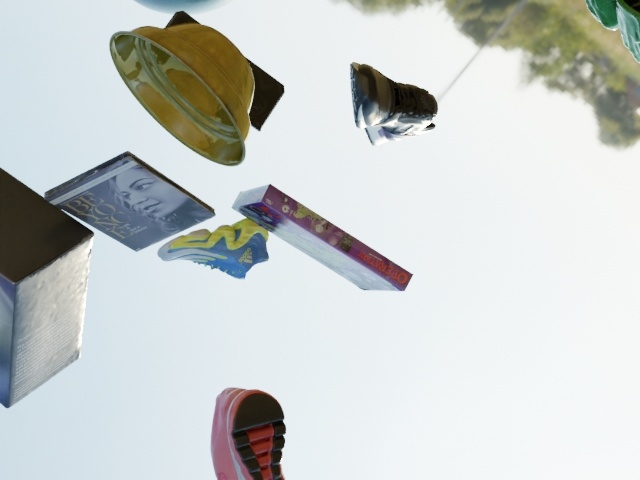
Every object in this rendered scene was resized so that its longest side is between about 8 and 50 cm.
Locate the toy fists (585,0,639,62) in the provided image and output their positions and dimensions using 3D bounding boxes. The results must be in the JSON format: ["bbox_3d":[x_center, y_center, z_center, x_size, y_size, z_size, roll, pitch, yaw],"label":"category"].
[{"bbox_3d":[0.509,-0.391,1.815,0.279,0.096,0.142,60,180,42],"label":"toy fists"}]

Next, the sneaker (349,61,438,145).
[{"bbox_3d":[0.123,-0.228,1.771,0.283,0.124,0.107,21,-117,-77],"label":"sneaker"}]

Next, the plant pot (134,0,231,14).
[{"bbox_3d":[-0.204,-0.516,1.881,0.290,0.290,0.195,26,-176,-39],"label":"plant pot"}]

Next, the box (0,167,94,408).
[{"bbox_3d":[-0.541,0.056,1.780,0.296,0.294,0.183,32,-138,19],"label":"box"}]

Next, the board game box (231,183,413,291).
[{"bbox_3d":[0.000,0.000,2.223,0.347,0.056,0.208,32,163,-16],"label":"board game box"}]

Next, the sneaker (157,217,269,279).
[{"bbox_3d":[-0.215,0.033,2.314,0.091,0.240,0.126,146,107,-81],"label":"sneaker"}]

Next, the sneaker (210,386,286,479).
[{"bbox_3d":[-0.114,0.377,1.754,0.116,0.313,0.136,-6,-171,-30],"label":"sneaker"}]

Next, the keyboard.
[{"bbox_3d":[-0.143,-0.213,1.462,0.180,0.108,0.023,35,157,-12],"label":"keyboard"}]

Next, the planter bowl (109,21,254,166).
[{"bbox_3d":[-0.147,-0.198,1.342,0.217,0.090,0.217,35,160,15],"label":"planter bowl"}]

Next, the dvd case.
[{"bbox_3d":[-0.293,-0.055,1.718,0.221,0.165,0.018,37,-143,-51],"label":"dvd case"}]
